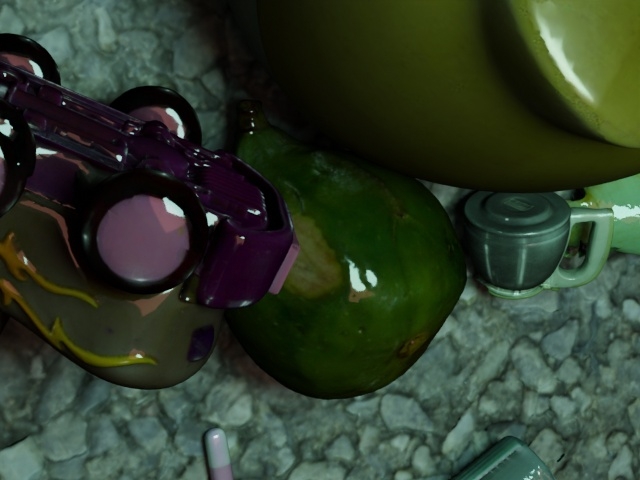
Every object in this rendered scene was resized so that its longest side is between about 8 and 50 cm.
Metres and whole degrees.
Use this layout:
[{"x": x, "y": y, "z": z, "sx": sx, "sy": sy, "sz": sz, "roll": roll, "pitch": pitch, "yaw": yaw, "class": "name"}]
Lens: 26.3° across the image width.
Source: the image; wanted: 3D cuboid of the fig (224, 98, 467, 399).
[{"x": 0.000, "y": 0.000, "z": 1.088, "sx": 0.195, "sy": 0.195, "sz": 0.245, "roll": -25, "pitch": 74, "yaw": -20, "class": "fig"}]

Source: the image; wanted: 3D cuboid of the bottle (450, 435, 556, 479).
[{"x": 0.088, "y": 0.289, "z": 1.219, "sx": 0.286, "sy": 0.082, "sz": 0.082, "roll": -36, "pitch": 113, "yaw": -16, "class": "bottle"}]

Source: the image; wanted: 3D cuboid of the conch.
[{"x": 0.292, "y": -0.034, "z": 1.269, "sx": 0.170, "sy": 0.079, "sz": 0.106, "roll": -4, "pitch": 86, "yaw": -18, "class": "conch"}]

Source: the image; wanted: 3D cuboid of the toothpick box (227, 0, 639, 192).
[{"x": 0.141, "y": -0.237, "z": 0.957, "sx": 0.409, "sy": 0.425, "sz": 0.409, "roll": -5, "pitch": 102, "yaw": -26, "class": "toothpick box"}]

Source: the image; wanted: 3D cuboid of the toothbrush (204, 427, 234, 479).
[{"x": -0.069, "y": 0.296, "z": 1.180, "sx": 0.020, "sy": 0.025, "sz": 0.286, "roll": -14, "pitch": 104, "yaw": -21, "class": "toothbrush"}]

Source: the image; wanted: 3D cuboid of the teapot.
[{"x": 0.187, "y": 0.009, "z": 1.204, "sx": 0.092, "sy": 0.124, "sz": 0.091, "roll": -47, "pitch": 143, "yaw": -49, "class": "teapot"}]

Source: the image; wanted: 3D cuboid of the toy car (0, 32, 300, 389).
[{"x": -0.204, "y": 0.005, "z": 0.928, "sx": 0.340, "sy": 0.271, "sz": 0.240, "roll": 22, "pitch": 104, "yaw": -12, "class": "toy car"}]
